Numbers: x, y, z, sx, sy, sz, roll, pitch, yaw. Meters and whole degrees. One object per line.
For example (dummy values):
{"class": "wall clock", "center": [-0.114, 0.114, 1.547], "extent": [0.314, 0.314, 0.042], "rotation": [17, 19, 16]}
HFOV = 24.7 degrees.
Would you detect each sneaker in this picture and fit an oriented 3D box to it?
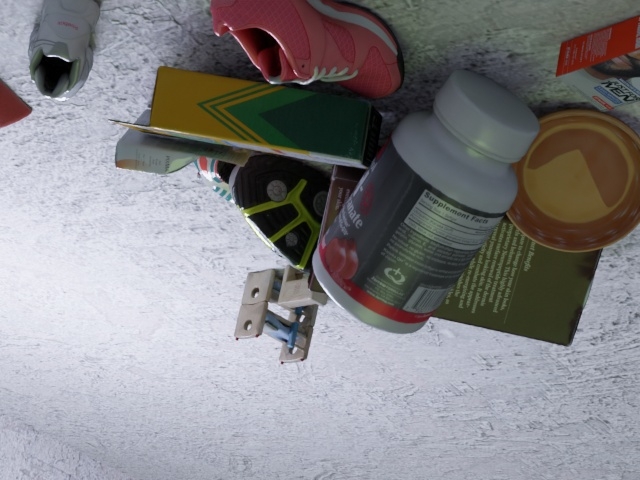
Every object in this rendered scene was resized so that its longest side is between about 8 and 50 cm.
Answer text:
{"class": "sneaker", "center": [-0.348, -0.228, 1.901], "extent": [0.090, 0.115, 0.232], "rotation": [15, 157, -6]}
{"class": "sneaker", "center": [-0.141, -0.094, 2.205], "extent": [0.075, 0.057, 0.161], "rotation": [19, 164, 30]}
{"class": "sneaker", "center": [-0.024, -0.227, 1.716], "extent": [0.116, 0.136, 0.314], "rotation": [-9, 150, 42]}
{"class": "sneaker", "center": [0.000, 0.000, 2.232], "extent": [0.384, 0.145, 0.147], "rotation": [35, 163, -29]}

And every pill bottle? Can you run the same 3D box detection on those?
{"class": "pill bottle", "center": [0.137, -0.051, 1.843], "extent": [0.176, 0.176, 0.319], "rotation": [22, 118, -22]}

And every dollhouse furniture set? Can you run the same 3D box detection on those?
{"class": "dollhouse furniture set", "center": [-0.035, 0.128, 2.553], "extent": [0.183, 0.129, 0.129], "rotation": [-12, 148, 44]}

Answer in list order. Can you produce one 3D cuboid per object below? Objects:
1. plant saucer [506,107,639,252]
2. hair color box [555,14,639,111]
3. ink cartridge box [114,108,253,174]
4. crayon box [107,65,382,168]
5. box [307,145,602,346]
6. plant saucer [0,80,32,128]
{"class": "plant saucer", "center": [0.330, -0.081, 1.889], "extent": [0.199, 0.037, 0.200], "rotation": [4, 116, 8]}
{"class": "hair color box", "center": [0.365, -0.207, 1.673], "extent": [0.093, 0.053, 0.167], "rotation": [29, 151, -33]}
{"class": "ink cartridge box", "center": [-0.179, -0.129, 2.027], "extent": [0.179, 0.145, 0.045], "rotation": [12, 116, 6]}
{"class": "crayon box", "center": [-0.090, -0.159, 1.884], "extent": [0.322, 0.083, 0.203], "rotation": [9, -179, 6]}
{"class": "box", "center": [0.189, 0.001, 2.042], "extent": [0.381, 0.143, 0.191], "rotation": [13, 120, 2]}
{"class": "plant saucer", "center": [-0.593, -0.228, 2.116], "extent": [0.259, 0.048, 0.258], "rotation": [0, 154, 24]}
